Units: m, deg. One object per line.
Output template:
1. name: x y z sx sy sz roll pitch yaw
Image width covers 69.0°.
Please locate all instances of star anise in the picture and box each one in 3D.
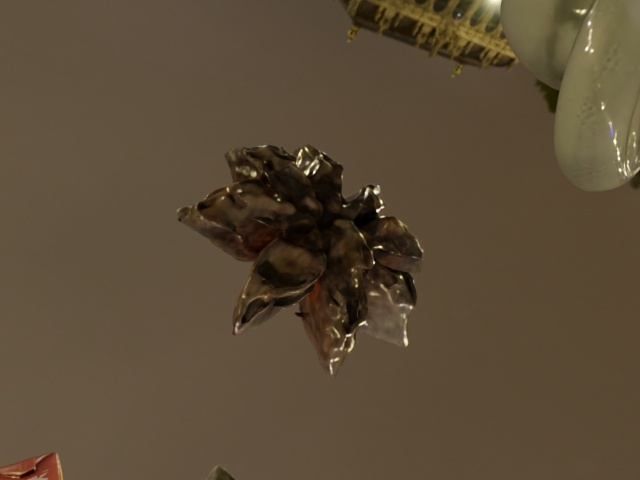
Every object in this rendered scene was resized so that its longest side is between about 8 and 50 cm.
1. star anise: 0.002 0.000 0.559 0.331 0.117 0.332 19 -128 -26

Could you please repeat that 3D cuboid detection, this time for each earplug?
1. earplug: 0.286 -0.204 0.488 0.214 0.174 0.326 54 -142 -47

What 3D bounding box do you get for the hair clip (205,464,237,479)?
1. hair clip: -0.133 0.336 0.503 0.159 0.218 0.071 40 -144 7

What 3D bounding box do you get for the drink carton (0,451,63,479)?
1. drink carton: -0.239 0.268 0.378 0.071 0.222 0.096 -7 -86 -32
